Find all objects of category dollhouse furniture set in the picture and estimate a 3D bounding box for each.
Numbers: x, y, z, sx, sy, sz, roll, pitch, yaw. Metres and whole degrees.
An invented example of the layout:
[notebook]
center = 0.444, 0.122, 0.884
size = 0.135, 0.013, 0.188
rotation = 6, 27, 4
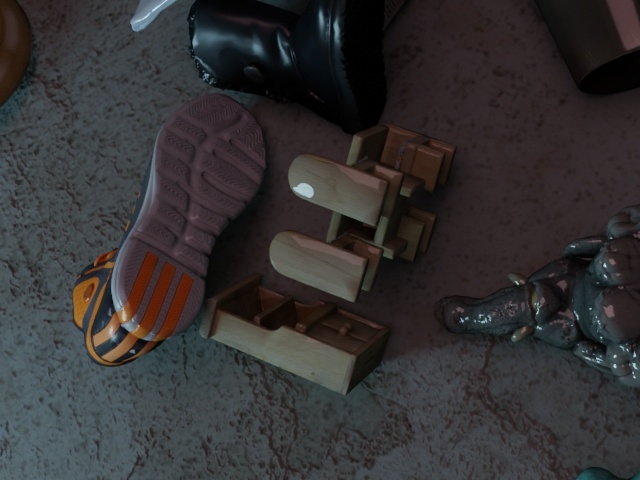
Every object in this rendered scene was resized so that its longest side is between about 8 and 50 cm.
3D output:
[dollhouse furniture set]
center = 0.000, 0.000, 1.261
size = 0.161, 0.212, 0.242
rotation = 21, 110, 17

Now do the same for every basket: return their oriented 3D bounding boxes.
[basket]
center = 0.287, -0.273, 1.282
size = 0.204, 0.154, 0.227
rotation = -16, 77, 9

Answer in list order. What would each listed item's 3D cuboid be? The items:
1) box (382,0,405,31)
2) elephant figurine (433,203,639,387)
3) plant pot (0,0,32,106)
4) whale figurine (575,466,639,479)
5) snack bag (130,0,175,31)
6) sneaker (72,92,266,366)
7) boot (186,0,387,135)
[box]
center = 0.062, -0.362, 1.355
size = 0.127, 0.148, 0.232
rotation = 35, 88, 28
[elephant figurine]
center = 0.259, 0.057, 1.216
size = 0.186, 0.239, 0.169
rotation = 43, 67, -11
[plant pot]
center = -0.452, -0.222, 1.493
size = 0.236, 0.032, 0.236
rotation = -2, 62, 4
[whale figurine]
center = 0.323, 0.249, 1.127
size = 0.216, 0.141, 0.272
rotation = 20, 97, 19
[snack bag]
center = -0.053, -0.377, 1.312
size = 0.342, 0.037, 0.323
rotation = -27, 38, 39
[sneaker]
center = -0.174, -0.009, 1.351
size = 0.124, 0.180, 0.321
rotation = 37, 51, -16
[boot]
center = -0.042, -0.211, 1.307
size = 0.207, 0.246, 0.094
rotation = 20, 65, 16
